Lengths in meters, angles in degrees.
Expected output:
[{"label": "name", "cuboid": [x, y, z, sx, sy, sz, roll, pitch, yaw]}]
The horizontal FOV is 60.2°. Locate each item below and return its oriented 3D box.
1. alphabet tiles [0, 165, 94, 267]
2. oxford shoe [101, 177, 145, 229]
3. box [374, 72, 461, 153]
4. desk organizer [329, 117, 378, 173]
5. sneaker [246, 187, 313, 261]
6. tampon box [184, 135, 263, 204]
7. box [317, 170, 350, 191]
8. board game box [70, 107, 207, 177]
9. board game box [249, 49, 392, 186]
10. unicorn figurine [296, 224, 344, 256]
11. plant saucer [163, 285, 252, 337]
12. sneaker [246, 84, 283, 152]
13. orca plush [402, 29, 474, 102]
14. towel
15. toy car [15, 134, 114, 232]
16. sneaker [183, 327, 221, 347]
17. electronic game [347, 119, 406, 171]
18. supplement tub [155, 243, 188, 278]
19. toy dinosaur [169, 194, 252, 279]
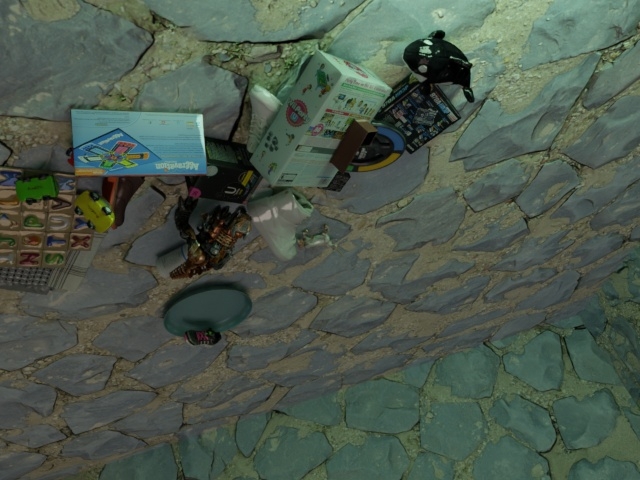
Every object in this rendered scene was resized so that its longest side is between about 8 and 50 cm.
[{"label": "alphabet tiles", "cuboid": [-0.720, -0.048, 1.322, 0.342, 0.011, 0.285, 3, 125, -33]}, {"label": "oxford shoe", "cuboid": [-0.475, -0.127, 1.342, 0.098, 0.097, 0.271, -9, 145, -29]}, {"label": "box", "cuboid": [0.257, -0.342, 1.481, 0.175, 0.051, 0.220, -36, 144, 21]}, {"label": "desk organizer", "cuboid": [0.080, -0.224, 1.319, 0.047, 0.050, 0.130, -16, 145, -48]}, {"label": "sneaker", "cuboid": [-0.087, -0.044, 1.666, 0.169, 0.108, 0.293, -22, 146, 7]}, {"label": "tampon box", "cuboid": [-0.245, -0.175, 1.391, 0.160, 0.102, 0.120, 6, 138, -35]}, {"label": "box", "cuboid": [0.038, -0.176, 1.626, 0.083, 0.018, 0.067, 5, 139, -34]}, {"label": "board game box", "cuboid": [-0.397, -0.214, 1.223, 0.281, 0.145, 0.027, -3, 175, -25]}, {"label": "board game box", "cuboid": [0.003, -0.271, 1.300, 0.224, 0.097, 0.303, -7, 140, -55]}, {"label": "unicorn figurine", "cuboid": [0.000, 0.000, 1.832, 0.161, 0.060, 0.111, -1, 145, -2]}, {"label": "plant saucer", "cuboid": [-0.401, 0.249, 1.967, 0.317, 0.044, 0.318, -15, 147, -10]}, {"label": "sneaker", "cuboid": [-0.132, -0.261, 1.313, 0.115, 0.090, 0.232, -44, 148, -14]}, {"label": "orca plush", "cuboid": [0.319, -0.404, 1.329, 0.287, 0.102, 0.151, 26, 91, -48]}, {"label": "towel", "cuboid": [-0.765, 0.041, 1.452, 0.312, 0.056, 0.324, 11, 136, -40]}, {"label": "toy car", "cuboid": [-0.578, -0.129, 1.251, 0.224, 0.239, 0.053, -7, -173, 10]}, {"label": "sneaker", "cuboid": [-0.423, 0.347, 2.001, 0.074, 0.063, 0.170, -33, 150, 18]}, {"label": "electronic game", "cuboid": [0.117, -0.250, 1.489, 0.229, 0.048, 0.229, -2, 156, -1]}, {"label": "supplement tub", "cuboid": [-0.431, 0.062, 1.656, 0.107, 0.071, 0.071, -27, 147, 8]}, {"label": "toy dinosaur", "cuboid": [-0.317, 0.001, 1.498, 0.321, 0.219, 0.164, -28, 147, 10]}]
